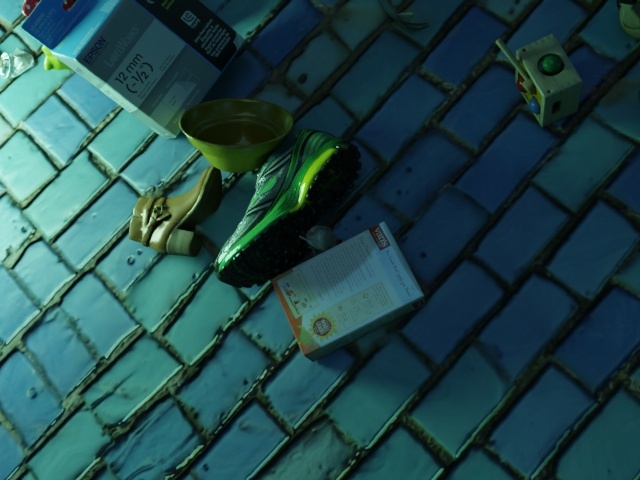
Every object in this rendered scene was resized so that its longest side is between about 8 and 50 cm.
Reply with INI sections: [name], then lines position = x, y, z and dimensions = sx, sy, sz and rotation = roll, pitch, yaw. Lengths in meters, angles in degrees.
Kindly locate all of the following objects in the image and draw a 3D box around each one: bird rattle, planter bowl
[bird rattle]
position = -0.542, -0.481, 1.560
dimensions = 0.143, 0.254, 0.207
rotation = 3, 48, 15
[planter bowl]
position = -0.159, -0.190, 1.412
dimensions = 0.217, 0.090, 0.217
rotation = 1, 34, -1

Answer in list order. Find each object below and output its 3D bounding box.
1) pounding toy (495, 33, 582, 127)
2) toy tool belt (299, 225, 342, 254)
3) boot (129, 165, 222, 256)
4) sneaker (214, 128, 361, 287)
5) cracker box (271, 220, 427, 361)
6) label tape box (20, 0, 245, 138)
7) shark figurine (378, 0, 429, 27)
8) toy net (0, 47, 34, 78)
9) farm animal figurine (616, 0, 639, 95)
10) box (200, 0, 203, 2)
[pounding toy]
position = 0.385, -0.291, 1.304
dimensions = 0.100, 0.141, 0.130
rotation = -24, 67, 5
[toy tool belt]
position = 0.000, 0.000, 1.335
dimensions = 0.051, 0.083, 0.052
rotation = 2, 82, 29
[boot]
position = -0.285, -0.070, 1.434
dimensions = 0.152, 0.073, 0.197
rotation = 13, 72, 22
[sneaker]
position = -0.076, -0.058, 1.361
dimensions = 0.146, 0.134, 0.343
rotation = 33, 79, 37
[cracker box]
position = 0.050, 0.090, 1.294
dimensions = 0.232, 0.067, 0.156
rotation = -27, 68, 5
[label tape box]
position = -0.361, -0.402, 1.438
dimensions = 0.249, 0.347, 0.115
rotation = -56, 24, -8
[shark figurine]
position = 0.140, -0.550, 1.475
dimensions = 0.166, 0.116, 0.278
rotation = 4, 70, 17
[toy net]
position = -0.771, -0.396, 1.683
dimensions = 0.232, 0.045, 0.122
rotation = 0, 71, 14
[farm animal figurine]
position = 0.637, -0.349, 1.260
dimensions = 0.330, 0.172, 0.327
rotation = -42, 54, 6
[box]
position = -0.321, -0.457, 1.587
dimensions = 0.168, 0.054, 0.059
rotation = -14, 68, 10
